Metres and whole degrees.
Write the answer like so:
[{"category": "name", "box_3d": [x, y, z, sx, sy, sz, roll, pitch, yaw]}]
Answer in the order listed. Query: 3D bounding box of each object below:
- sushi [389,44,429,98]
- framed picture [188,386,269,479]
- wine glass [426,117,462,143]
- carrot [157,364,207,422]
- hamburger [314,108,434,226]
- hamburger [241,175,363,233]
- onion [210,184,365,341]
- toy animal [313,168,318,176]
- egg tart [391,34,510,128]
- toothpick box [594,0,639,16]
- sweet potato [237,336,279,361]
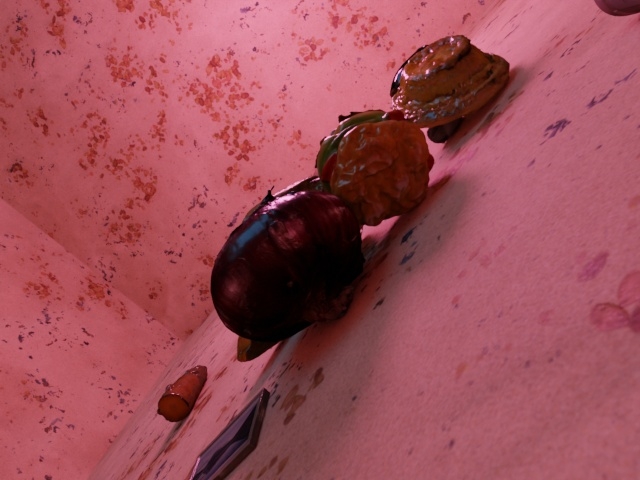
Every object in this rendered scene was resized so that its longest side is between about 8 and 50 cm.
[{"category": "sushi", "box_3d": [0.336, -0.471, 1.406, 0.200, 0.213, 0.204, -2, 57, 48]}, {"category": "framed picture", "box_3d": [-0.165, 0.359, 0.811, 0.203, 0.015, 0.150, -47, 9, 14]}, {"category": "wine glass", "box_3d": [0.325, -0.326, 1.167, 0.262, 0.074, 0.074, -56, 10, -34]}, {"category": "carrot", "box_3d": [-0.400, 0.448, 1.464, 0.102, 0.102, 0.263, -47, 3, 14]}, {"category": "hamburger", "box_3d": [0.114, -0.138, 0.919, 0.237, 0.237, 0.149, -48, 28, 8]}, {"category": "hamburger", "box_3d": [-0.044, -0.017, 1.083, 0.284, 0.266, 0.134, -32, 38, -24]}, {"category": "onion", "box_3d": [-0.048, 0.063, 0.853, 0.313, 0.232, 0.314, -33, -23, -16]}, {"category": "toy animal", "box_3d": [0.059, -0.194, 1.554, 0.213, 0.195, 0.256, -54, 8, 30]}, {"category": "egg tart", "box_3d": [0.282, -0.377, 1.098, 0.293, 0.123, 0.294, -24, 32, 16]}, {"category": "toothpick box", "box_3d": [0.425, -0.345, 0.606, 0.098, 0.098, 0.149, -46, 8, 19]}, {"category": "sweet potato", "box_3d": [-0.095, 0.178, 1.065, 0.243, 0.077, 0.077, -40, 1, -39]}]
